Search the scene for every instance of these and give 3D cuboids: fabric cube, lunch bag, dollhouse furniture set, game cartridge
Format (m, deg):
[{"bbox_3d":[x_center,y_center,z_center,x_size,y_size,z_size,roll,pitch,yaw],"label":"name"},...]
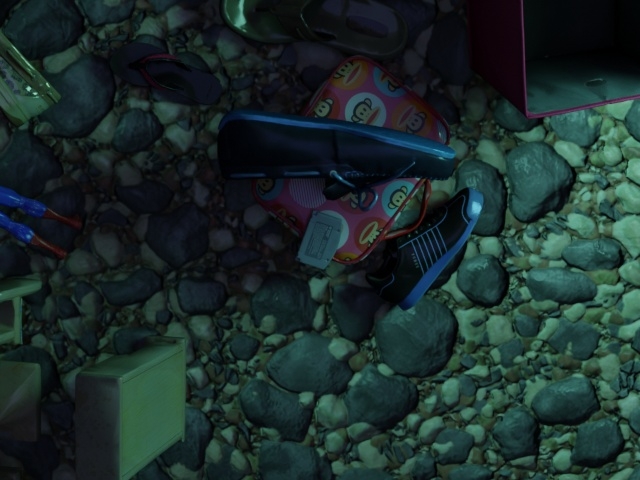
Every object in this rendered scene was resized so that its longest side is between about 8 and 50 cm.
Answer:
[{"bbox_3d":[0.375,-0.355,1.518,0.259,0.258,0.254,-11,115,-6],"label":"fabric cube"},{"bbox_3d":[0.062,-0.115,1.600,0.258,0.120,0.293,39,93,-8],"label":"lunch bag"},{"bbox_3d":[-0.435,0.239,1.566,0.394,0.256,0.362,3,96,14],"label":"dollhouse furniture set"},{"bbox_3d":[0.000,0.000,1.555,0.056,0.017,0.083,20,103,-5],"label":"game cartridge"}]

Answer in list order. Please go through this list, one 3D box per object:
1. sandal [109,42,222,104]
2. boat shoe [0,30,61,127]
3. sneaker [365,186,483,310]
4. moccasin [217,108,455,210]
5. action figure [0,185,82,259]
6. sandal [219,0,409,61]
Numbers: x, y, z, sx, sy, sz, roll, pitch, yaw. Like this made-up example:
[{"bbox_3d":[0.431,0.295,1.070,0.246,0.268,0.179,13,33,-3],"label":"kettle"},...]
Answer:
[{"bbox_3d":[-0.238,-0.261,1.589,0.179,0.040,0.067,18,94,-9],"label":"sandal"},{"bbox_3d":[-0.498,-0.310,1.527,0.089,0.104,0.285,-31,109,-8],"label":"boat shoe"},{"bbox_3d":[0.167,0.000,1.649,0.090,0.081,0.232,34,92,-17],"label":"sneaker"},{"bbox_3d":[0.021,-0.115,1.490,0.342,0.138,0.116,9,102,5],"label":"moccasin"},{"bbox_3d":[-0.518,-0.067,1.559,0.280,0.139,0.091,28,89,-32],"label":"action figure"},{"bbox_3d":[-0.004,-0.356,1.585,0.303,0.086,0.120,9,95,-8],"label":"sandal"}]
